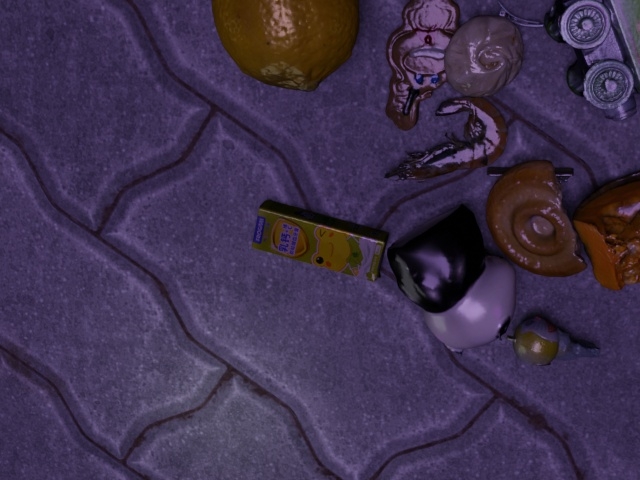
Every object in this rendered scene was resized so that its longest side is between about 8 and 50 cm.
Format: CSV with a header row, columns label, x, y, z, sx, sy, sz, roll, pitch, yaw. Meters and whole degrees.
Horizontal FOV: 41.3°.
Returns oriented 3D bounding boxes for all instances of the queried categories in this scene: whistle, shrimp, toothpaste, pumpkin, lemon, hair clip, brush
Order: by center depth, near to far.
label,x,y,z,sx,sy,sz,roll,pitch,yaw
pumpkin,0.708,-0.021,1.778,0.303,0.256,0.225,10,127,55
lemon,-0.073,-0.488,1.780,0.336,0.336,0.336,5,111,12
hair clip,0.421,-0.477,1.805,0.115,0.030,0.039,19,112,6
brush,0.472,-0.148,1.915,0.190,0.034,0.027,2,126,12
shrimp,0.273,-0.227,1.926,0.296,0.058,0.169,-15,98,15
whistle,0.549,0.237,2.001,0.223,0.123,0.123,7,112,-3
toothpaste,0.000,0.000,2.060,0.327,0.077,0.110,16,113,8

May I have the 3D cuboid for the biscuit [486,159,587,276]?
label,x,y,z,sx,sy,sz,roll,pitch,yaw
biscuit,0.471,-0.035,1.886,0.213,0.091,0.274,-17,109,45

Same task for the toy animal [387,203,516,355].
label,x,y,z,sx,sy,sz,roll,pitch,yaw
toy animal,0.307,0.103,1.940,0.251,0.251,0.310,-32,93,22

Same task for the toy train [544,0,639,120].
label,x,y,z,sx,sy,sz,roll,pitch,yaw
toy train,0.609,-0.412,1.716,0.249,0.173,0.307,-22,103,11

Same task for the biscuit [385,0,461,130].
label,x,y,z,sx,sy,sz,roll,pitch,yaw
biscuit,0.228,-0.396,1.878,0.183,0.047,0.320,29,115,5

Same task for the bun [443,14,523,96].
label,x,y,z,sx,sy,sz,roll,pitch,yaw
bun,0.356,-0.382,1.795,0.183,0.102,0.183,-5,122,-9
